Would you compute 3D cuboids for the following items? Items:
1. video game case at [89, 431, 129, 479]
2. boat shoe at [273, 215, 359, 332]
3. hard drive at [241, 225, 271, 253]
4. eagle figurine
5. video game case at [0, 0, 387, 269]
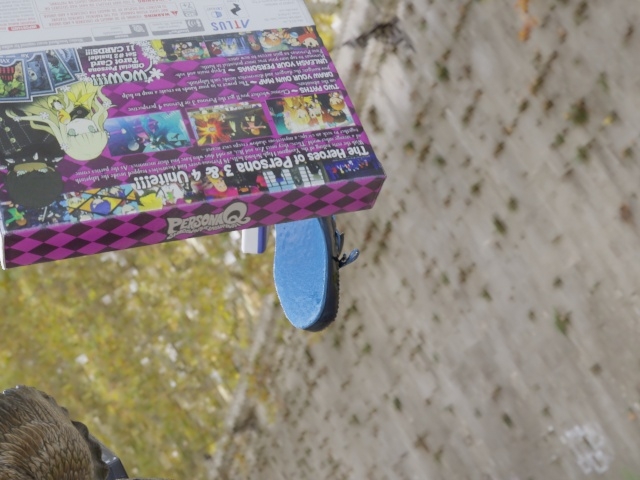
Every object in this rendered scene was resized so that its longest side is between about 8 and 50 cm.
[{"bbox_3d":[-0.238,0.360,1.395,0.035,0.248,0.275,-28,10,-20],"label":"video game case"},{"bbox_3d":[0.000,0.000,1.427,0.109,0.258,0.089,-26,-37,34],"label":"boat shoe"},{"bbox_3d":[-0.094,-0.167,1.816,0.210,0.040,0.318,-84,-3,-65],"label":"hard drive"},{"bbox_3d":[-0.207,0.215,0.873,0.225,0.226,0.298,-36,-5,41],"label":"eagle figurine"},{"bbox_3d":[-0.102,-0.094,0.700,0.232,0.210,0.041,-10,-32,-22],"label":"video game case"}]
